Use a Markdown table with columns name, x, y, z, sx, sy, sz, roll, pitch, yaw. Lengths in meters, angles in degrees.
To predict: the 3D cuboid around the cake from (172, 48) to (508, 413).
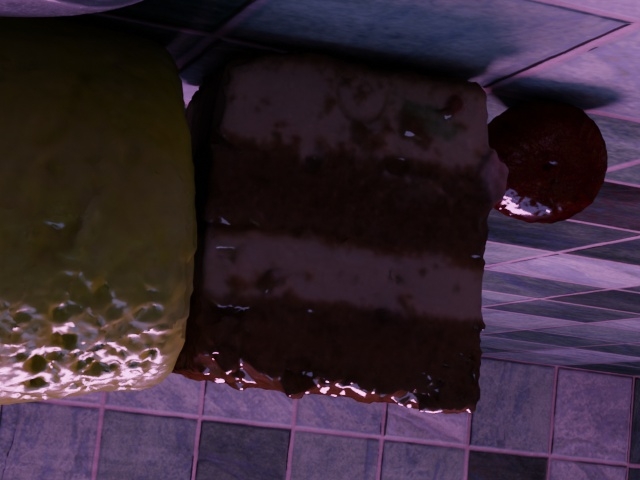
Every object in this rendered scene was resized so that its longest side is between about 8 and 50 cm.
| name | x | y | z | sx | sy | sz | roll | pitch | yaw |
| --- | --- | --- | --- | --- | --- | --- | --- | --- | --- |
| cake | 0.000 | 0.000 | 1.335 | 0.255 | 0.290 | 0.282 | 9 | 172 | -14 |

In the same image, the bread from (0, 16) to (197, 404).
| name | x | y | z | sx | sy | sz | roll | pitch | yaw |
| --- | --- | --- | --- | --- | --- | --- | --- | --- | --- |
| bread | -0.259 | -0.018 | 1.218 | 0.307 | 0.348 | 0.348 | 6 | 172 | -17 |

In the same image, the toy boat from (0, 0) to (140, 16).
| name | x | y | z | sx | sy | sz | roll | pitch | yaw |
| --- | --- | --- | --- | --- | --- | --- | --- | --- | --- |
| toy boat | -0.231 | -0.189 | 0.930 | 0.319 | 0.092 | 0.141 | 2 | 174 | -30 |

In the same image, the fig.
| name | x | y | z | sx | sy | sz | roll | pitch | yaw |
| --- | --- | --- | --- | --- | --- | --- | --- | --- | --- |
| fig | 0.200 | -0.087 | 1.356 | 0.119 | 0.153 | 0.119 | 9 | 133 | 10 |
